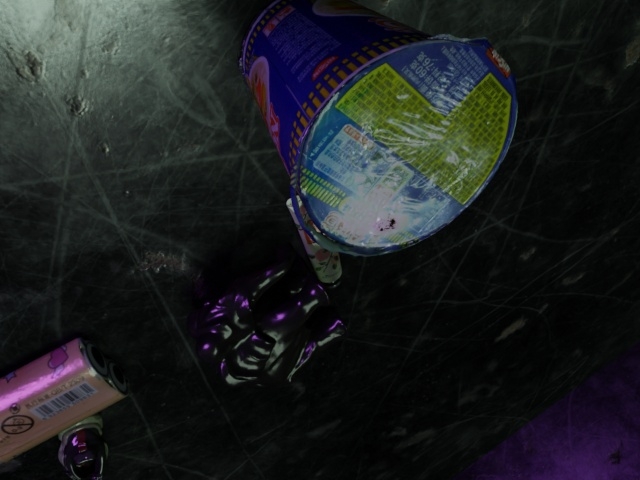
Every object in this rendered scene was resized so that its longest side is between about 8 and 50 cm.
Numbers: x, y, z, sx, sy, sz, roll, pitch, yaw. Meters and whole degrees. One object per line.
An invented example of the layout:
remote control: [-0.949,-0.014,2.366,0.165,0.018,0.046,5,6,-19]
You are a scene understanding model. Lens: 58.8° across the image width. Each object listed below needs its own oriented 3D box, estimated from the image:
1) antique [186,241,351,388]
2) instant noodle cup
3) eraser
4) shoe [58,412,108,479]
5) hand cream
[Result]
antique: [-0.094,0.167,1.078,0.255,0.185,0.322,-29,141,-5]
instant noodle cup: [0.038,-0.182,0.730,0.284,0.312,0.284,-16,134,-17]
eraser: [-0.518,0.301,1.031,0.290,0.087,0.171,-28,135,-5]
shoe: [-0.486,0.453,1.170,0.099,0.112,0.227,-9,131,-25]
hand cream: [0.000,0.000,1.082,0.080,0.050,0.234,-22,131,-5]
